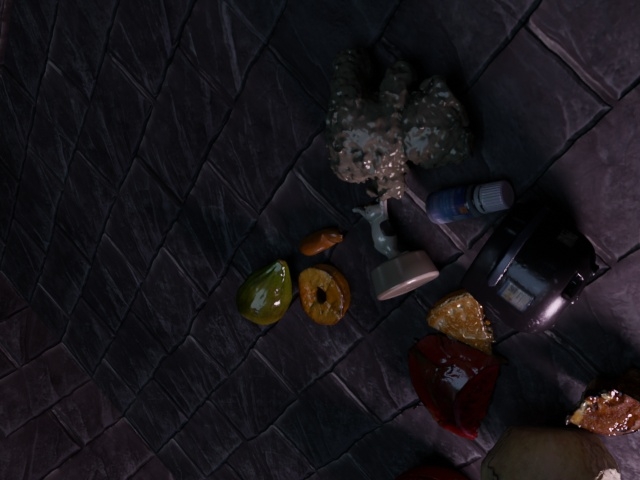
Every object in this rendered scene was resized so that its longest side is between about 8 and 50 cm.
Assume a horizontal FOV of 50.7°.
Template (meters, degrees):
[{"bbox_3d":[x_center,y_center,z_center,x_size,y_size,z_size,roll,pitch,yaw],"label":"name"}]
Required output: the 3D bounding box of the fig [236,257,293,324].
[{"bbox_3d":[-0.163,0.154,2.136,0.167,0.167,0.233,34,97,20],"label":"fig"}]

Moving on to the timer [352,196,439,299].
[{"bbox_3d":[0.179,0.004,1.776,0.175,0.175,0.266,-36,71,46],"label":"timer"}]

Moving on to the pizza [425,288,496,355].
[{"bbox_3d":[0.390,0.216,1.767,0.188,0.062,0.199,-34,99,38],"label":"pizza"}]

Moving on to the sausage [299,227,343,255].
[{"bbox_3d":[0.000,0.000,1.965,0.062,0.054,0.183,34,141,-26],"label":"sausage"}]

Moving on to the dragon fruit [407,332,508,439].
[{"bbox_3d":[0.345,0.408,1.897,0.282,0.100,0.343,28,130,30],"label":"dragon fruit"}]

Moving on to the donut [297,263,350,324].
[{"bbox_3d":[0.015,0.156,2.034,0.174,0.074,0.190,-8,105,44],"label":"donut"}]

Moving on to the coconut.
[{"bbox_3d":[0.559,0.628,1.652,0.353,0.352,0.352,21,127,30],"label":"coconut"}]

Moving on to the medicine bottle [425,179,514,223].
[{"bbox_3d":[0.351,-0.092,1.593,0.203,0.083,0.083,-10,108,41],"label":"medicine bottle"}]

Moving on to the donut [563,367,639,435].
[{"bbox_3d":[0.681,0.376,1.569,0.144,0.126,0.186,32,136,12],"label":"donut"}]

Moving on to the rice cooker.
[{"bbox_3d":[0.459,0.061,1.478,0.224,0.267,0.267,37,133,16],"label":"rice cooker"}]

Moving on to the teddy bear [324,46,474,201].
[{"bbox_3d":[0.185,-0.256,1.583,0.367,0.224,0.357,9,120,19],"label":"teddy bear"}]

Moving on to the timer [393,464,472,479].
[{"bbox_3d":[0.358,0.860,2.026,0.378,0.279,0.378,19,126,28],"label":"timer"}]
